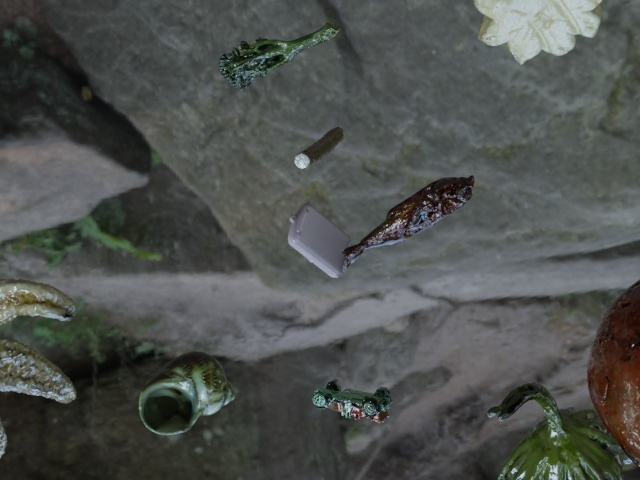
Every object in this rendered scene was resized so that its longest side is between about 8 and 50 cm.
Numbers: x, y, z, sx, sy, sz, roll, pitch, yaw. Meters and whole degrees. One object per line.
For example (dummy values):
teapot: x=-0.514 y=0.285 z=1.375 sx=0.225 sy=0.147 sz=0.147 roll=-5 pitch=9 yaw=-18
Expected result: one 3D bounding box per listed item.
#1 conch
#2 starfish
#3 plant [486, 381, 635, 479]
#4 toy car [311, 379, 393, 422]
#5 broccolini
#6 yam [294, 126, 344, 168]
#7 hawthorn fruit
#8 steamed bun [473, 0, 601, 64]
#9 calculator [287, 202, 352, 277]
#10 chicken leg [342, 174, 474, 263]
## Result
conch: x=-0.280 y=0.330 z=1.769 sx=0.182 sy=0.187 sz=0.124 roll=5 pitch=157 yaw=5
starfish: x=-0.336 y=0.129 z=0.716 sx=0.327 sy=0.094 sz=0.375 roll=-47 pitch=158 yaw=25
plant: x=0.377 y=0.303 z=1.245 sx=0.251 sy=0.180 sz=0.333 roll=-45 pitch=146 yaw=-29
toy car: x=0.058 y=0.298 z=1.539 sx=0.143 sy=0.054 sz=0.073 roll=3 pitch=-169 yaw=27
broccolini: x=-0.051 y=-0.256 z=1.073 sx=0.201 sy=0.058 sz=0.074 roll=-20 pitch=-159 yaw=45
yam: x=0.000 y=-0.150 z=1.346 sx=0.032 sy=0.032 sz=0.145 roll=-19 pitch=-166 yaw=33
hawthorn fruit: x=0.488 y=0.155 z=1.042 sx=0.316 sy=0.315 sz=0.316 roll=-12 pitch=170 yaw=-2
steamed bun: x=0.486 y=-0.544 z=1.879 sx=0.293 sy=0.137 sz=0.295 roll=5 pitch=146 yaw=5
calculator: x=0.000 y=0.000 z=1.658 sx=0.032 sy=0.100 sz=0.175 roll=-15 pitch=137 yaw=44
chicken leg: x=0.123 y=-0.033 z=1.130 sx=0.219 sy=0.048 sz=0.089 roll=-31 pitch=169 yaw=37
